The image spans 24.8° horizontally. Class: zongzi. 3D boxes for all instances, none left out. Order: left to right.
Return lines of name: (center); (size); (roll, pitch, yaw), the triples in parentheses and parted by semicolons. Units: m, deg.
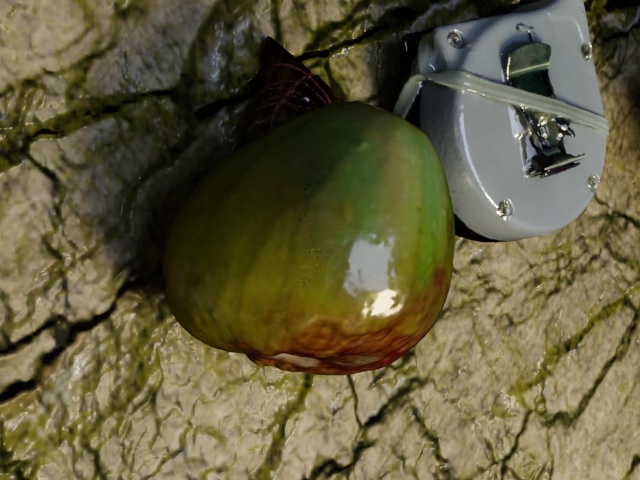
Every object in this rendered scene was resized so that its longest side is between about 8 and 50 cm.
zongzi: (-0.010, -0.096, 1.025); (0.073, 0.067, 0.083); (22, 60, -31)

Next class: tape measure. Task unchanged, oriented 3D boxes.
tape measure: (0.141, -0.090, 1.115); (0.182, 0.107, 0.181); (-26, 100, -39)

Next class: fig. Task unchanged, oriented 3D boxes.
fig: (0.000, 0.000, 0.943); (0.181, 0.181, 0.191); (31, 90, -36)
